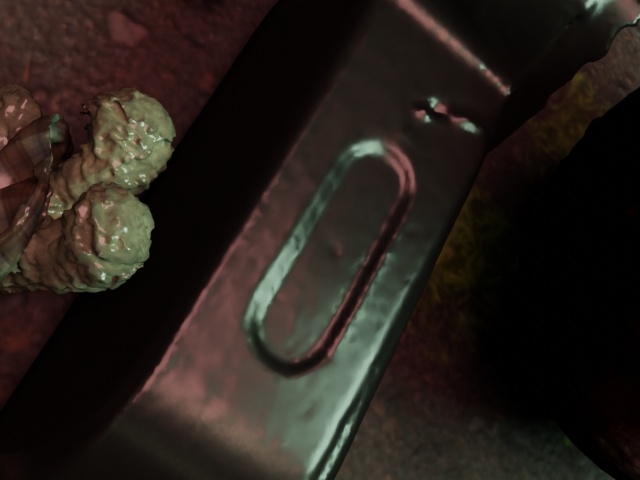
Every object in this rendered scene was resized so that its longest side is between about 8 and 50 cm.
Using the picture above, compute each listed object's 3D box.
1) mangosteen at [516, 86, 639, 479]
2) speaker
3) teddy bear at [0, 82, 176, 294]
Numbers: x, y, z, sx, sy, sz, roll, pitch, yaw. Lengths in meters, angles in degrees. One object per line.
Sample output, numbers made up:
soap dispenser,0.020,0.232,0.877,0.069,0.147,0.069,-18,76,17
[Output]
mangosteen,0.291,0.048,0.521,0.307,0.306,0.347,-29,56,-26
speaker,0.000,0.000,0.479,0.180,0.184,0.388,34,70,-16
teddy bear,-0.183,-0.026,0.453,0.213,0.111,0.133,11,42,-1
